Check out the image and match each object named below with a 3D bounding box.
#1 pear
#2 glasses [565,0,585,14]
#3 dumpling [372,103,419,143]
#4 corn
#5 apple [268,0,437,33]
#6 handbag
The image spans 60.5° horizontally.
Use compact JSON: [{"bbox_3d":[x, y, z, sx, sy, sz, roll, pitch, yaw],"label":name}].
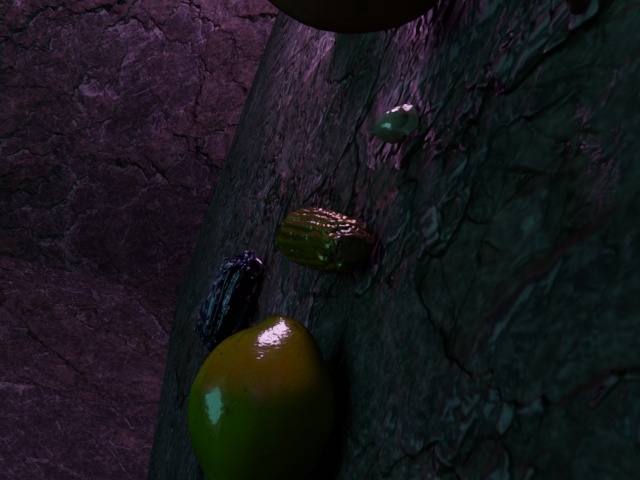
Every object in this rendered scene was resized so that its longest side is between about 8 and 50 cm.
[{"bbox_3d":[-0.074,0.203,0.700,0.187,0.187,0.220,139,137,-60],"label":"pear"},{"bbox_3d":[0.234,-0.313,0.349,0.234,0.117,0.269,-146,74,-71],"label":"glasses"},{"bbox_3d":[0.102,-0.161,0.742,0.059,0.043,0.077,-54,11,-11],"label":"dumpling"},{"bbox_3d":[0.000,0.000,0.821,0.261,0.097,0.097,-164,91,-70],"label":"corn"},{"bbox_3d":[0.061,-0.441,0.718,0.338,0.304,0.339,-20,67,61],"label":"apple"},{"bbox_3d":[-0.222,0.146,1.339,0.162,0.113,0.261,-1,66,65],"label":"handbag"}]
